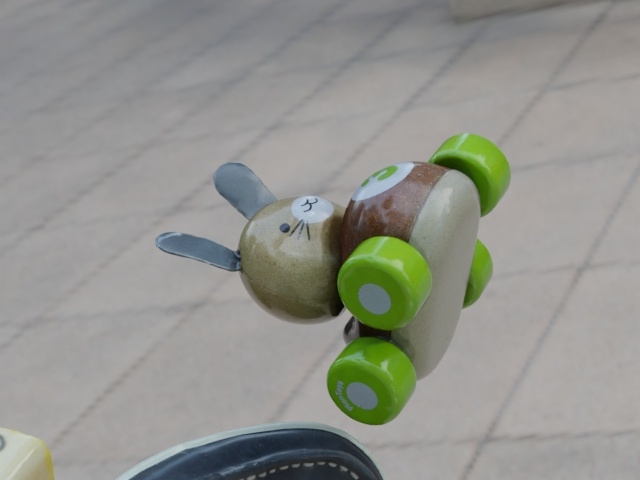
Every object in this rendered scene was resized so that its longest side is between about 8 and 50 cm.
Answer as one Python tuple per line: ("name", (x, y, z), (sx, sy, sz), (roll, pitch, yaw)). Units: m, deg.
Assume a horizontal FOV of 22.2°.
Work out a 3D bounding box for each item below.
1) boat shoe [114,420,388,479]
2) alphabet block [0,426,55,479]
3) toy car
("boat shoe", (-0.113, 0.239, 0.897), (0.500, 0.186, 0.156), (-22, 3, -43))
("alphabet block", (-0.316, 0.252, 1.197), (0.192, 0.193, 0.197), (15, 39, 20))
("toy car", (0.000, 0.000, 1.020), (0.188, 0.149, 0.155), (20, 40, 18))
